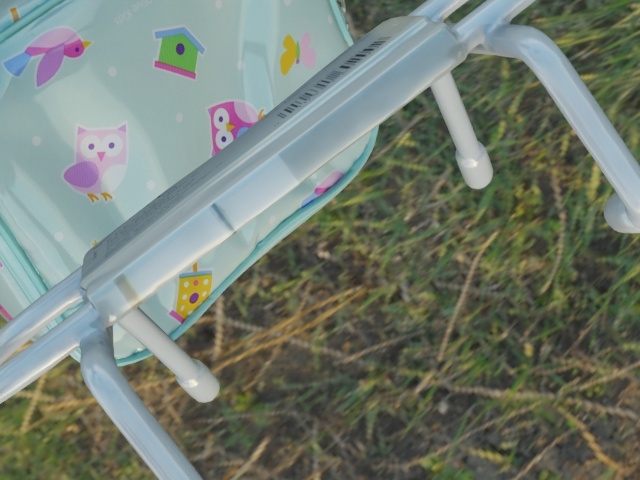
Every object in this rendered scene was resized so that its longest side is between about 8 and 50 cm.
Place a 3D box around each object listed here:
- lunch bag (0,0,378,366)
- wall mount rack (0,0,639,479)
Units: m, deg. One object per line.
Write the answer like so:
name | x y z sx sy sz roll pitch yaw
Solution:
lunch bag | -0.094 -0.073 0.798 0.108 0.279 0.224 10 134 52
wall mount rack | 0.000 0.000 0.632 0.350 0.304 0.130 -37 101 -2
